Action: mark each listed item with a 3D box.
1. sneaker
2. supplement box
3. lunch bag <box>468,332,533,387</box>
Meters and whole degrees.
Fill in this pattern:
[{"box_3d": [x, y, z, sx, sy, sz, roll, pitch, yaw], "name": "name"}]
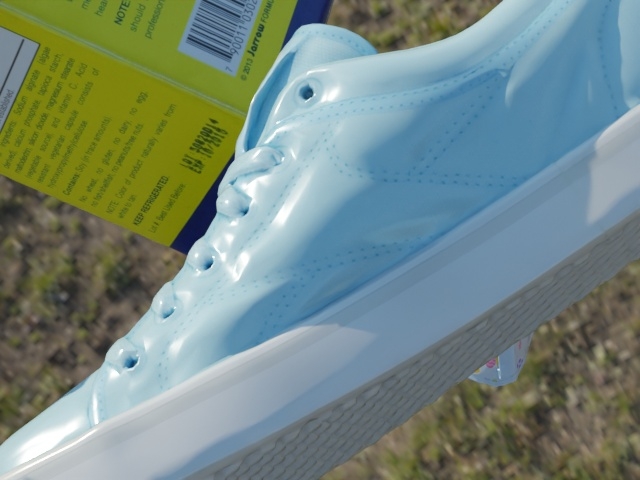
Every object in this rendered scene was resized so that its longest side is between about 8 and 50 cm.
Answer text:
[{"box_3d": [0.000, 0.000, 0.726, 0.366, 0.135, 0.150, -31, 73, -9], "name": "sneaker"}, {"box_3d": [-0.190, -0.172, 1.259, 0.357, 0.194, 0.195, 24, 56, -12], "name": "supplement box"}, {"box_3d": [0.073, 0.019, 0.827, 0.053, 0.071, 0.083, -16, 35, -10], "name": "lunch bag"}]
